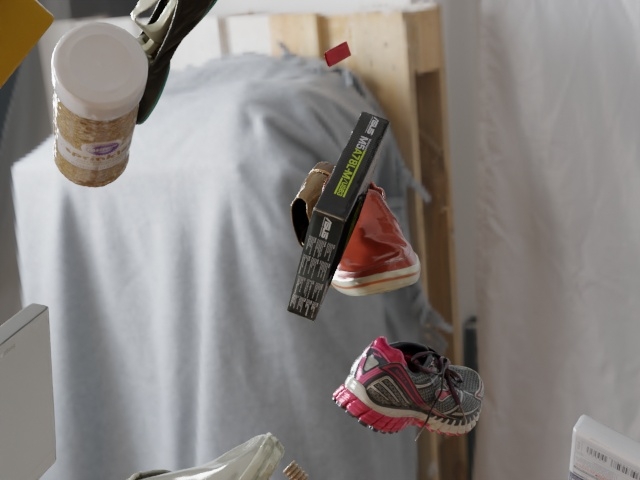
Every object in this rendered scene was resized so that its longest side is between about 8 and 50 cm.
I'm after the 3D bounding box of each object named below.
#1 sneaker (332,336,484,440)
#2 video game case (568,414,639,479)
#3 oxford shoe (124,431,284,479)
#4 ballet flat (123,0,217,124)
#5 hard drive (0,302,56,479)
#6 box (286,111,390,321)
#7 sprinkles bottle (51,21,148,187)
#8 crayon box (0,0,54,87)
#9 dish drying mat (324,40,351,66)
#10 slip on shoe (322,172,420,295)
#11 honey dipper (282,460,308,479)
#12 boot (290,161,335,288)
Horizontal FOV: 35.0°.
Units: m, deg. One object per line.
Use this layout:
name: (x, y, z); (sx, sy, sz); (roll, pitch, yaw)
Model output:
sneaker: (0.149, 0.201, 1.416); (0.121, 0.112, 0.299); (37, 16, 34)
video game case: (0.309, 0.243, 0.871); (0.201, 0.183, 0.023); (25, 61, 27)
oxford shoe: (-0.239, 0.346, 1.195); (0.449, 0.130, 0.169); (-35, 0, 14)
ballet flat: (-0.251, -0.300, 1.501); (0.096, 0.280, 0.095); (16, 28, -40)
hard drive: (-0.510, 0.285, 1.684); (0.040, 0.307, 0.203); (10, 24, 14)
box: (0.021, -0.029, 1.215); (0.045, 0.191, 0.184); (19, 47, 3)
sprinkles bottle: (-0.319, -0.181, 1.440); (0.121, 0.121, 0.355); (-10, -11, -17)
crayon box: (-0.361, -0.161, 0.859); (0.323, 0.083, 0.203); (32, 82, 43)
dish drying mat: (0.034, -0.373, 2.031); (0.008, 0.032, 0.083); (-9, 19, 38)
slip on shoe: (0.056, -0.014, 1.390); (0.123, 0.101, 0.331); (-14, 24, -1)
honey dipper: (0.000, 0.449, 1.753); (0.030, 0.161, 0.030); (-44, -7, -7)
boot: (0.000, 0.000, 1.893); (0.112, 0.305, 0.115); (21, 54, 28)
